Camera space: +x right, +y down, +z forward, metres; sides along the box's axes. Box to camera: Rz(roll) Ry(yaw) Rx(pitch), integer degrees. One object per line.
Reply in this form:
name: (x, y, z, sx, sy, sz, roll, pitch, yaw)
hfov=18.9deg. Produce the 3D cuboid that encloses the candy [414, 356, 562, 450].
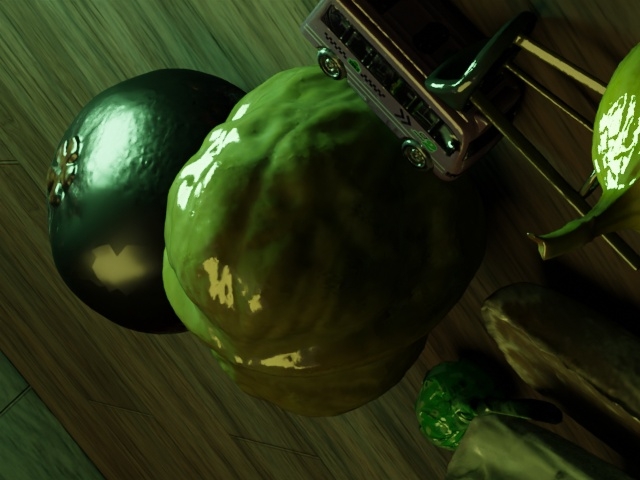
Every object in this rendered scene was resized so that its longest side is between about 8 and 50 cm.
candy: (0.164, 0.159, 1.810, 0.097, 0.097, 0.323, 49, 168, -6)

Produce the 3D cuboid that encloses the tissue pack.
tissue pack: (0.277, 0.267, 1.705, 0.228, 0.103, 0.316, 28, 178, 38)

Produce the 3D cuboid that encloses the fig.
fig: (0.221, -0.051, 1.200, 0.159, 0.257, 0.159, 35, 141, 35)

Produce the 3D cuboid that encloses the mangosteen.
mangosteen: (-0.117, -0.029, 1.882, 0.302, 0.275, 0.275, 20, 169, -26)

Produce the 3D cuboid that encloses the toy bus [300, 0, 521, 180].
toy bus: (0.075, -0.139, 1.520, 0.178, 0.087, 0.098, 47, 152, 3)

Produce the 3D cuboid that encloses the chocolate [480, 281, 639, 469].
chocolate: (0.260, 0.120, 1.644, 0.254, 0.080, 0.157, 36, 168, 35)

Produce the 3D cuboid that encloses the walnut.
walnut: (0.000, -0.001, 1.646, 0.253, 0.277, 0.282, 33, 153, 2)

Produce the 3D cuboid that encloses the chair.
chair: (0.187, -0.090, 1.411, 0.221, 0.104, 0.095, 37, 131, 11)
